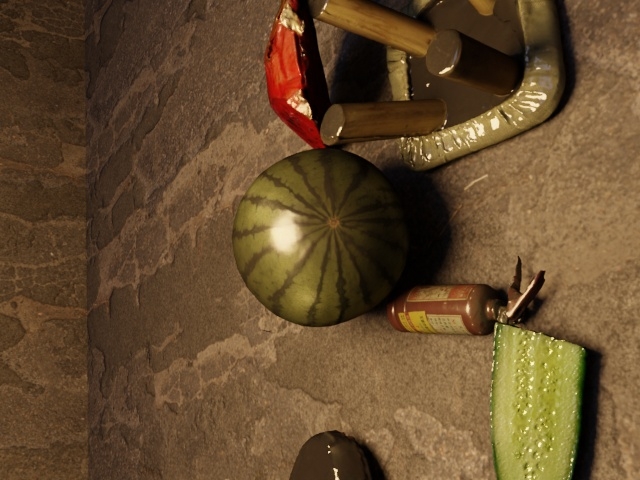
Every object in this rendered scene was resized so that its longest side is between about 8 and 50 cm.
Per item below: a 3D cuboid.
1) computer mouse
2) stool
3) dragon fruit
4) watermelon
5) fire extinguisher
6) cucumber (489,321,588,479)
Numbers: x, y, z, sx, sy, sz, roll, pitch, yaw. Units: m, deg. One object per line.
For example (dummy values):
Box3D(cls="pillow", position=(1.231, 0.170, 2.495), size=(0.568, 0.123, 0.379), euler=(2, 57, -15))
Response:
Box3D(cls="computer mouse", position=(0.006, 0.481, 1.091), size=(0.183, 0.116, 0.324), euler=(20, 92, 55))
Box3D(cls="stool", position=(0.154, -0.291, 0.938), size=(0.310, 0.226, 0.311), euler=(-23, 65, 47))
Box3D(cls="dragon fruit", position=(-0.040, -0.292, 1.123), size=(0.100, 0.343, 0.283), euler=(-3, 83, 7))
Box3D(cls="watermelon", position=(0.000, 0.000, 1.035), size=(0.359, 0.278, 0.279), euler=(111, 156, -75))
Box3D(cls="fire extinguisher", position=(0.204, 0.082, 0.926), size=(0.252, 0.075, 0.107), euler=(-8, 87, 52))
Box3D(cls="cucumber", position=(0.270, 0.233, 0.822), size=(0.115, 0.063, 0.244), euler=(6, 86, 21))
